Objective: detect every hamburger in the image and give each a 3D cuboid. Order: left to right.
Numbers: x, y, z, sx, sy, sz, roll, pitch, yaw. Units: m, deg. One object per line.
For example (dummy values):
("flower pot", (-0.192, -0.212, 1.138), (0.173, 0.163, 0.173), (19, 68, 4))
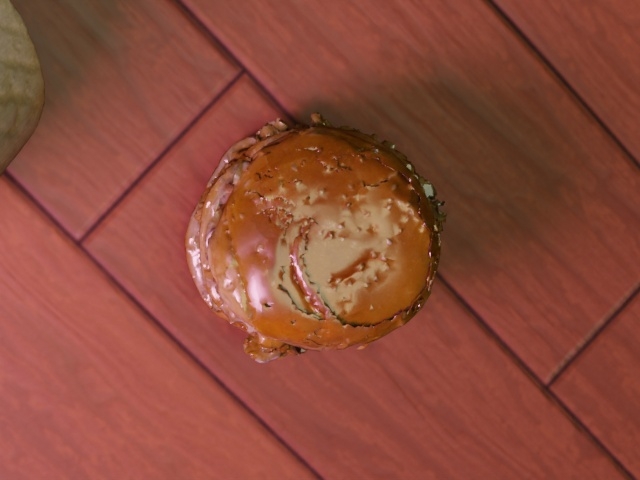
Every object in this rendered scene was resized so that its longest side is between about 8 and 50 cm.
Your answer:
("hamburger", (-0.003, -0.007, 1.954), (0.260, 0.211, 0.245), (-11, 94, -11))

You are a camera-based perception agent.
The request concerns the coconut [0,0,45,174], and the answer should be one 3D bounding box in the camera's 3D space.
("coconut", (-0.410, -0.132, 1.779), (0.329, 0.329, 0.329), (-2, 97, -17))
